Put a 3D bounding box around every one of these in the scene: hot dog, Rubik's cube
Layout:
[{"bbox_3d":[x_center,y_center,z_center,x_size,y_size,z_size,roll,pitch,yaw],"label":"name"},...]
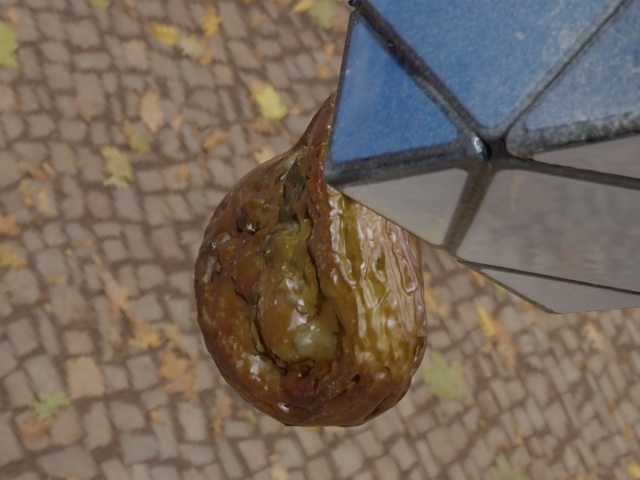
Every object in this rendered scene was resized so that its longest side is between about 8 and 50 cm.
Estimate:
[{"bbox_3d":[0.000,0.000,1.428,0.174,0.267,0.387,31,35,-28],"label":"hot dog"},{"bbox_3d":[0.150,-0.094,0.694,0.207,0.205,0.205,27,65,-44],"label":"Rubik's cube"}]
